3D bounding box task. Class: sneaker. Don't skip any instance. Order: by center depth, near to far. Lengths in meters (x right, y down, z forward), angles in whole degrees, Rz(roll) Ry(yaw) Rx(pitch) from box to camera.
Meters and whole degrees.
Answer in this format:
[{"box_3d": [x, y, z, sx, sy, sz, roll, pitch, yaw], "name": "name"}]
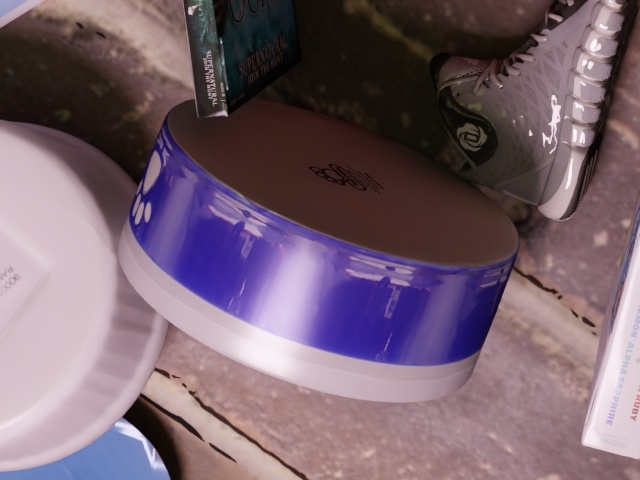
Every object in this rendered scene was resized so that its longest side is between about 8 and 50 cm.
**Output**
[{"box_3d": [0.144, -0.132, 1.230, 0.132, 0.086, 0.229, 18, 112, 13], "name": "sneaker"}]

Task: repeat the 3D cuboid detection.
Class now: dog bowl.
[{"box_3d": [0.000, 0.000, 1.217, 0.264, 0.265, 0.104, 24, 110, 9], "name": "dog bowl"}]

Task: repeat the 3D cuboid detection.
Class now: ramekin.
[{"box_3d": [-0.260, 0.035, 1.322, 0.277, 0.135, 0.277, -1, 83, 7], "name": "ramekin"}]

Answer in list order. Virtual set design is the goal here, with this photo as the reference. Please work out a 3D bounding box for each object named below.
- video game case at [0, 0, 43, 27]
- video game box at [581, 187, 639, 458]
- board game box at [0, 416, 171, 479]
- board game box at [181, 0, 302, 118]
[{"box_3d": [-0.354, -0.198, 1.326, 0.285, 0.025, 0.204, -27, 137, 22], "name": "video game case"}, {"box_3d": [0.226, 0.021, 1.189, 0.048, 0.205, 0.187, 13, 111, 9], "name": "video game box"}, {"box_3d": [-0.194, 0.200, 1.467, 0.168, 0.033, 0.133, -29, 102, 28], "name": "board game box"}, {"box_3d": [-0.055, -0.167, 1.222, 0.026, 0.186, 0.126, -3, 107, 15], "name": "board game box"}]
